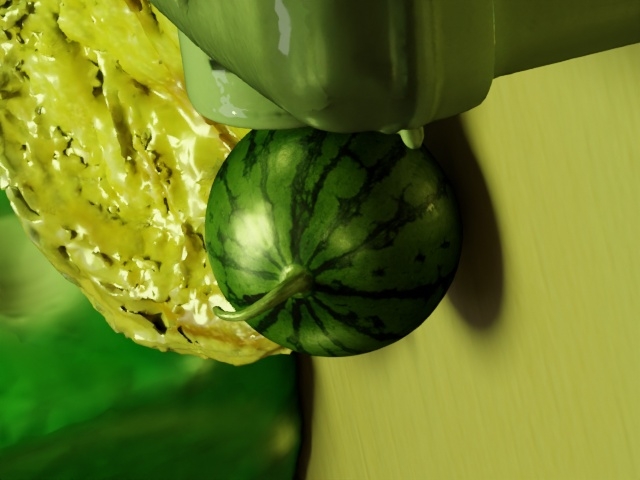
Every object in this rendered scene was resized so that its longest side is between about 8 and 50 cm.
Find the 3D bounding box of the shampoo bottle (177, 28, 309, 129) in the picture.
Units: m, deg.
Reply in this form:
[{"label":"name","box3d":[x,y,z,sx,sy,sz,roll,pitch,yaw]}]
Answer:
[{"label":"shampoo bottle","box3d":[-0.023,-0.173,0.675,0.085,0.085,0.262,-132,31,-61]}]

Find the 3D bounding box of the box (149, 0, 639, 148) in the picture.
[{"label":"box","box3d":[0.016,-0.119,0.545,0.210,0.129,0.148,-137,38,-63]}]

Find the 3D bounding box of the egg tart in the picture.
[{"label":"egg tart","box3d":[-0.057,-0.064,0.862,0.252,0.098,0.232,50,135,8]}]

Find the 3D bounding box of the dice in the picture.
[{"label":"dice","box3d":[-0.187,0.057,1.126,0.297,0.287,0.300,98,154,-53]}]

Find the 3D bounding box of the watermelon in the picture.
[{"label":"watermelon","box3d":[0.005,-0.003,0.732,0.109,0.109,0.109,167,90,-75]}]
